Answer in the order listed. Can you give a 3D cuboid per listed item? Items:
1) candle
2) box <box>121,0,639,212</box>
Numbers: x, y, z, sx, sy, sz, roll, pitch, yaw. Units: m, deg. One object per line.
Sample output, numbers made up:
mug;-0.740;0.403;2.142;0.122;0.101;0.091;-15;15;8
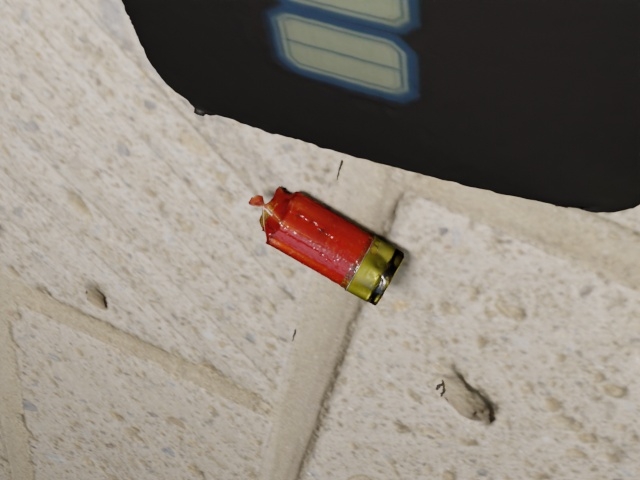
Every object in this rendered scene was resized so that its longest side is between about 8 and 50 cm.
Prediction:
candle;0.000;0.000;0.863;0.130;0.052;0.052;29;145;0
box;0.027;-0.163;0.565;0.359;0.091;0.350;15;153;18
